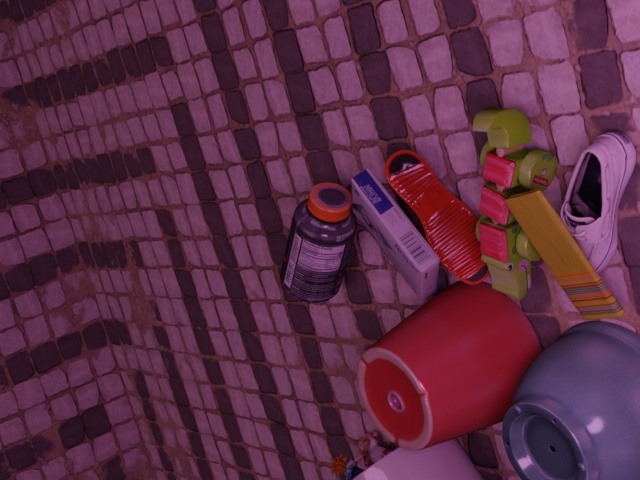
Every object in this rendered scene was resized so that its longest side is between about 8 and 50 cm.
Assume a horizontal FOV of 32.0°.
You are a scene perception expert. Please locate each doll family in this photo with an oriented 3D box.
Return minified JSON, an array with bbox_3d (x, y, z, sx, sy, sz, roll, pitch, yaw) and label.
[{"bbox_3d":[0.094,0.545,2.445,0.163,0.118,0.262,28,131,44],"label":"doll family"}]

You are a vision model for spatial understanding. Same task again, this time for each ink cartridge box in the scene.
[{"bbox_3d":[0.135,0.000,2.043,0.223,0.045,0.224,54,172,20],"label":"ink cartridge box"}]

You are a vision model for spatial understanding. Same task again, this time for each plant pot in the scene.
[{"bbox_3d":[0.216,0.235,1.977,0.275,0.243,0.274,33,134,41],"label":"plant pot"},{"bbox_3d":[0.416,0.299,1.776,0.293,0.196,0.293,31,133,41],"label":"plant pot"}]

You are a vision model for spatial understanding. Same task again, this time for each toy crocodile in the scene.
[{"bbox_3d":[0.301,-0.058,1.806,0.115,0.105,0.340,29,132,44],"label":"toy crocodile"}]

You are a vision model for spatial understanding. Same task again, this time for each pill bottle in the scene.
[{"bbox_3d":[0.000,0.000,2.244,0.130,0.130,0.245,46,141,29],"label":"pill bottle"}]

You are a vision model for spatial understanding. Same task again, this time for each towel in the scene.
[{"bbox_3d":[0.376,0.022,1.716,0.237,0.021,0.102,54,158,-8],"label":"towel"}]

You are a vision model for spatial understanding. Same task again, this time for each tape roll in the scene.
[{"bbox_3d":[0.190,0.487,2.164,0.169,0.246,0.246,56,145,15],"label":"tape roll"}]

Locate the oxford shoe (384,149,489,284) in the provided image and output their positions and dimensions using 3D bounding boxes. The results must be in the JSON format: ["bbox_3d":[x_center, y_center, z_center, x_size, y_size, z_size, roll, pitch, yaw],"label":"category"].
[{"bbox_3d":[0.211,-0.042,1.984,0.271,0.097,0.098,58,179,3],"label":"oxford shoe"}]

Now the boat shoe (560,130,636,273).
[{"bbox_3d":[0.400,-0.045,1.691,0.095,0.084,0.258,34,135,39],"label":"boat shoe"}]
